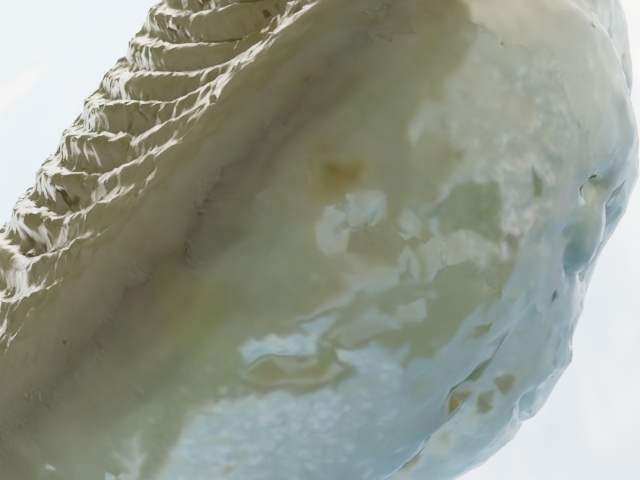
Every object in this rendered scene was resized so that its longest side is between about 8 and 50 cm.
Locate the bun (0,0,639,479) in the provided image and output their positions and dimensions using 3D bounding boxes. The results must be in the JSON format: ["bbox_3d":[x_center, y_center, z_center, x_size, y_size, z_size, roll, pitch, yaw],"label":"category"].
[{"bbox_3d":[0.000,0.000,0.743,0.365,0.219,0.365,-51,-164,20],"label":"bun"}]
